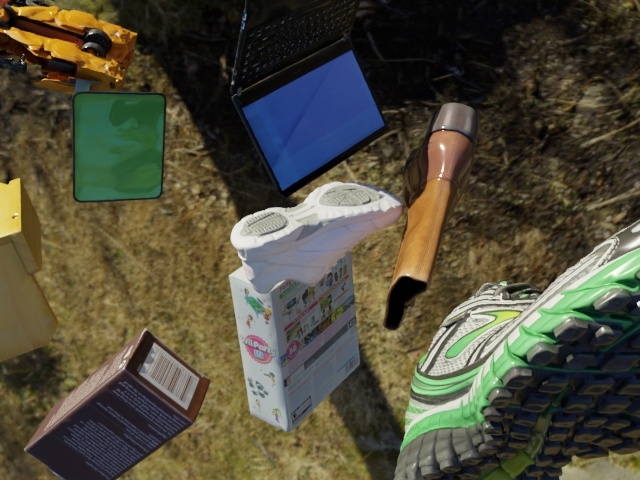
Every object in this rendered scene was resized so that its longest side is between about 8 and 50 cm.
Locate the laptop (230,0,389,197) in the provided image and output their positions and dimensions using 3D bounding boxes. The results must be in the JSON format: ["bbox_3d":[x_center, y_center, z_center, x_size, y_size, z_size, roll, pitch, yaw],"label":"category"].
[{"bbox_3d":[0.011,-0.228,0.972,0.136,0.234,0.264,44,146,15],"label":"laptop"}]

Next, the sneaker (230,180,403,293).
[{"bbox_3d":[0.000,0.000,0.946,0.090,0.232,0.115,-127,25,-52],"label":"sneaker"}]

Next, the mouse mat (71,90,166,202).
[{"bbox_3d":[-0.333,-0.154,1.209,0.007,0.153,0.189,43,131,53],"label":"mouse mat"}]

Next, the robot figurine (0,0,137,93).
[{"bbox_3d":[-0.477,-0.337,1.252,0.291,0.211,0.085,13,138,-12],"label":"robot figurine"}]

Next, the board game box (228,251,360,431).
[{"bbox_3d":[-0.037,0.150,1.296,0.097,0.224,0.303,17,126,32],"label":"board game box"}]

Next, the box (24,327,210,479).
[{"bbox_3d":[-0.433,0.375,1.554,0.381,0.143,0.191,-38,108,25],"label":"box"}]

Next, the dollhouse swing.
[{"bbox_3d":[-0.833,0.089,1.776,0.315,0.347,0.305,-117,9,-47],"label":"dollhouse swing"}]

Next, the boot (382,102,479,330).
[{"bbox_3d":[0.144,-0.003,0.994,0.096,0.280,0.264,19,153,-3],"label":"boot"}]

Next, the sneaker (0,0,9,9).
[{"bbox_3d":[-0.315,-0.325,0.515,0.148,0.131,0.350,31,152,43],"label":"sneaker"}]

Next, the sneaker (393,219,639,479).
[{"bbox_3d":[0.142,0.072,0.497,0.343,0.134,0.146,126,154,-50],"label":"sneaker"}]
